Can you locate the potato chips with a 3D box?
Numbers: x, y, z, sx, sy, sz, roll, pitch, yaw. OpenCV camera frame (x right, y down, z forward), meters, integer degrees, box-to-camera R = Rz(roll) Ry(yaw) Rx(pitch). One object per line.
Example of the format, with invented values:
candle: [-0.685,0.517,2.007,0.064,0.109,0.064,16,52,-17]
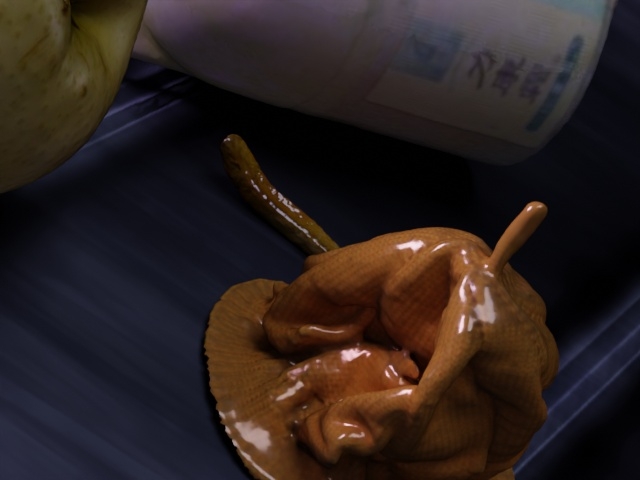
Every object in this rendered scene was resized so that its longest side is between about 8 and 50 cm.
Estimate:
potato chips: [0.000,0.000,1.406,0.204,0.037,0.026,44,47,5]

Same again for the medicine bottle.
medicine bottle: [0.000,-0.216,1.475,0.406,0.236,0.236,14,41,-26]

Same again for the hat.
hat: [0.078,0.046,1.244,0.233,0.233,0.244,1,49,-38]

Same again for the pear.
pear: [-0.257,-0.181,1.199,0.309,0.309,0.309,21,38,-17]
